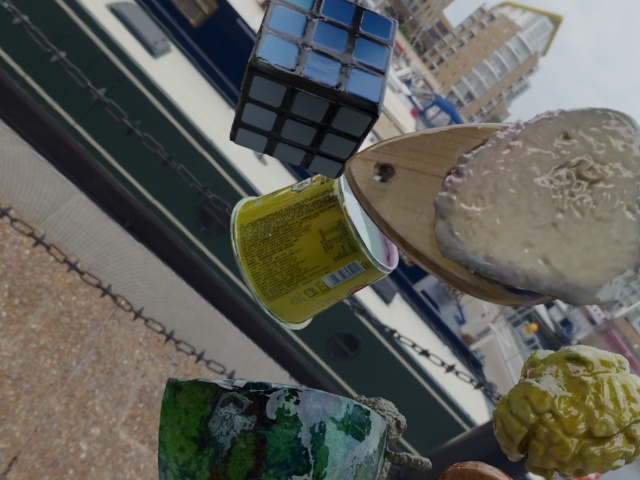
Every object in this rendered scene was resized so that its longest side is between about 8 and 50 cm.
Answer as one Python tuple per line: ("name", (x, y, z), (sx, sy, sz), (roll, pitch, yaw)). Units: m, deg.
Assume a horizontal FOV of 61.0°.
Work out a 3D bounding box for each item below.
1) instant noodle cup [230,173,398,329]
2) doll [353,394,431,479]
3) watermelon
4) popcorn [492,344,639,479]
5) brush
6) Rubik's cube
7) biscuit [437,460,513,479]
("instant noodle cup", (0.000, 0.000, 1.176), (0.325, 0.254, 0.326), (47, 28, -35))
("doll", (0.099, 0.469, 1.146), (0.202, 0.286, 0.091), (41, 25, 24))
("watermelon", (-0.056, 0.341, 0.771), (0.319, 0.292, 0.222), (80, 18, -59))
("popcorn", (0.384, 0.263, 0.828), (0.200, 0.226, 0.203), (37, 4, 29))
("brush", (0.140, -0.038, 0.495), (0.266, 0.175, 0.166), (16, -1, 14))
("Rubik's cube", (-0.011, -0.201, 0.690), (0.160, 0.163, 0.162), (18, 63, -10))
("biscuit", (0.239, 0.368, 0.548), (0.049, 0.205, 0.324), (3, 37, -51))
